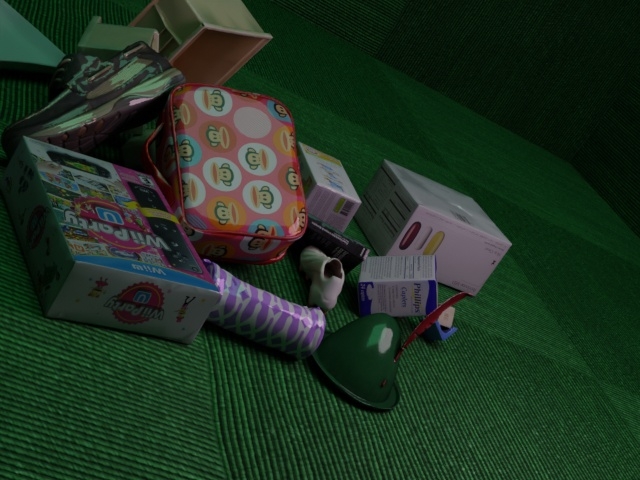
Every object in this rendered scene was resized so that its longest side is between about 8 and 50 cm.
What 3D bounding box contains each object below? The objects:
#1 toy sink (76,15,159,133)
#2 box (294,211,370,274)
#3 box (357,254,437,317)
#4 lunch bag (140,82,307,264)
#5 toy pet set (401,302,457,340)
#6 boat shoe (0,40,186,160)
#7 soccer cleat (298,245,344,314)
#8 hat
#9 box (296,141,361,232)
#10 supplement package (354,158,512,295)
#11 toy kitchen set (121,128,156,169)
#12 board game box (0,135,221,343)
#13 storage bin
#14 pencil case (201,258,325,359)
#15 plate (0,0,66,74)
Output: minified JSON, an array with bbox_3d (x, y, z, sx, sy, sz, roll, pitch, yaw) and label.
[{"bbox_3d":[-0.365,-0.306,1.905,0.131,0.153,0.234,4,24,-7],"label":"toy sink"},{"bbox_3d":[0.000,0.000,1.885,0.162,0.029,0.116,29,-20,-6],"label":"box"},{"bbox_3d":[0.139,0.080,1.850,0.137,0.072,0.126,-2,20,7],"label":"box"},{"bbox_3d":[-0.164,-0.111,1.688,0.258,0.120,0.293,7,60,-25],"label":"lunch bag"},{"bbox_3d":[0.197,0.150,1.918,0.122,0.065,0.114,21,-12,-38],"label":"toy pet set"},{"bbox_3d":[-0.375,-0.222,1.664,0.130,0.132,0.355,51,43,5],"label":"boat shoe"},{"bbox_3d":[0.008,0.053,1.798,0.068,0.076,0.196,26,21,-18],"label":"soccer cleat"},{"bbox_3d":[0.104,0.130,1.594,0.173,0.184,0.208,37,18,0],"label":"hat"},{"bbox_3d":[-0.010,-0.092,2.050,0.103,0.114,0.203,23,22,-23],"label":"box"},{"bbox_3d":[0.233,-0.026,2.218,0.261,0.145,0.204,20,23,-30],"label":"supplement package"},{"bbox_3d":[-0.227,-0.110,1.848,0.207,0.166,0.122,-4,19,6],"label":"toy kitchen set"},{"bbox_3d":[-0.297,-0.002,1.441,0.224,0.098,0.303,16,27,-39],"label":"board game box"},{"bbox_3d":[-0.281,-0.387,2.131,0.123,0.260,0.262,56,25,10],"label":"storage bin"},{"bbox_3d":[-0.088,0.102,1.518,0.206,0.086,0.088,25,55,-24],"label":"pencil case"},{"bbox_3d":[-0.623,-0.383,1.906,0.277,0.045,0.278,42,21,21],"label":"plate"}]
